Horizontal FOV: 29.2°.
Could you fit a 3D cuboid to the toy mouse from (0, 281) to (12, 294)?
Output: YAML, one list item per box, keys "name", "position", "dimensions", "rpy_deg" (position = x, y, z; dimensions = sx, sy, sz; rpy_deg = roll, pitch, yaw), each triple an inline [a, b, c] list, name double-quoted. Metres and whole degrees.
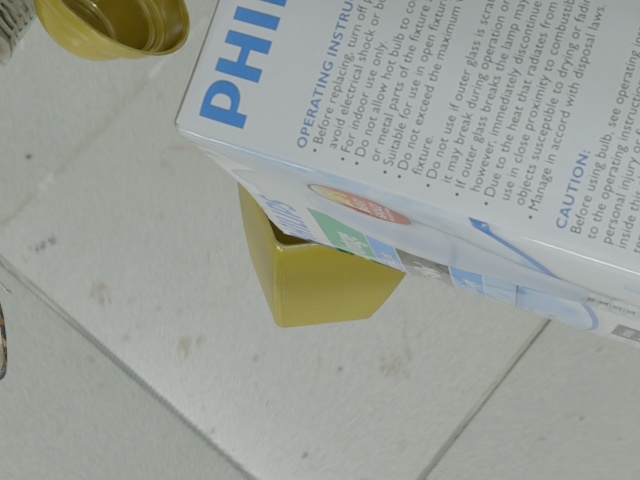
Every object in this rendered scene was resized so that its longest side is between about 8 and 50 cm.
- name: "toy mouse"
  position: [-0.356, -0.002, 1.235]
  dimensions: [0.031, 0.161, 0.143]
  rpy_deg: [-26, 104, -3]

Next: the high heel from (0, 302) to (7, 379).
- name: "high heel"
  position: [-0.354, 0.087, 1.170]
  dimensions: [0.093, 0.186, 0.261]
  rpy_deg: [-33, 55, -26]

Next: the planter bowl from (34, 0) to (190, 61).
- name: "planter bowl"
  position: [-0.267, -0.277, 1.444]
  dimensions: [0.217, 0.090, 0.217]
  rpy_deg: [31, 38, -28]

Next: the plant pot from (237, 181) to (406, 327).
- name: "plant pot"
  position: [0.000, 0.000, 1.691]
  dimensions: [0.212, 0.187, 0.212]
  rpy_deg: [-5, 43, -19]

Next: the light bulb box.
- name: "light bulb box"
  position: [0.139, -0.083, 0.841]
  dimensions: [0.361, 0.358, 0.225]
  rpy_deg: [18, 84, 12]

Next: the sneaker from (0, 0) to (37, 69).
- name: "sneaker"
  position: [-0.418, -0.314, 1.614]
  dimensions: [0.123, 0.290, 0.106]
  rpy_deg: [-32, 121, 5]
